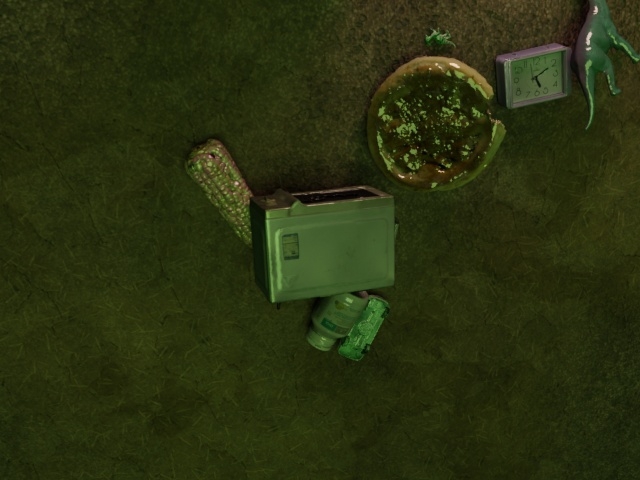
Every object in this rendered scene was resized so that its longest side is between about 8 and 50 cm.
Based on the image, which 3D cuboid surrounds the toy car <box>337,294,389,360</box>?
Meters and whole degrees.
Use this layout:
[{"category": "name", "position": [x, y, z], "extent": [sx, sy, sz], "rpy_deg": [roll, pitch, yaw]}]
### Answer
[{"category": "toy car", "position": [0.134, 0.271, 2.046], "extent": [0.090, 0.076, 0.224], "rpy_deg": [24, 101, -17]}]

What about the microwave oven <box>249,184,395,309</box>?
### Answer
[{"category": "microwave oven", "position": [0.000, 0.000, 1.751], "extent": [0.355, 0.218, 0.286], "rpy_deg": [-8, 107, -17]}]

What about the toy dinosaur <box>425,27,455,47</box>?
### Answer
[{"category": "toy dinosaur", "position": [0.321, -0.537, 1.734], "extent": [0.062, 0.021, 0.083], "rpy_deg": [-31, 112, 14]}]

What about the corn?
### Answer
[{"category": "corn", "position": [-0.246, -0.125, 1.778], "extent": [0.127, 0.126, 0.335], "rpy_deg": [-31, 117, 6]}]

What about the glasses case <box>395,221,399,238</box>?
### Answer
[{"category": "glasses case", "position": [0.127, -0.037, 1.918], "extent": [0.205, 0.047, 0.070], "rpy_deg": [8, 104, -12]}]

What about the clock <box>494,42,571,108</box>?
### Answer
[{"category": "clock", "position": [0.591, -0.457, 1.786], "extent": [0.194, 0.073, 0.144], "rpy_deg": [-13, 117, -3]}]

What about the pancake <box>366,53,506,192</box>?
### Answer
[{"category": "pancake", "position": [0.304, -0.309, 1.730], "extent": [0.383, 0.071, 0.381], "rpy_deg": [8, 117, 17]}]

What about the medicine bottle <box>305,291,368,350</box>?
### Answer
[{"category": "medicine bottle", "position": [0.043, 0.229, 1.978], "extent": [0.135, 0.135, 0.215], "rpy_deg": [24, 108, -19]}]

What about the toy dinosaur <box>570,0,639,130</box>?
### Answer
[{"category": "toy dinosaur", "position": [0.683, -0.539, 1.691], "extent": [0.331, 0.129, 0.383], "rpy_deg": [39, 72, -23]}]
